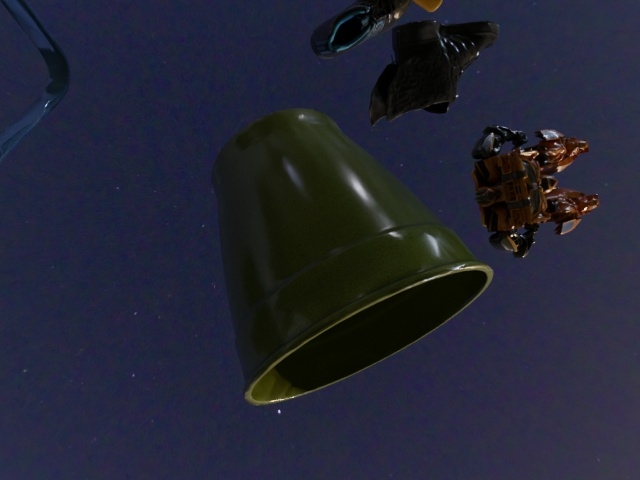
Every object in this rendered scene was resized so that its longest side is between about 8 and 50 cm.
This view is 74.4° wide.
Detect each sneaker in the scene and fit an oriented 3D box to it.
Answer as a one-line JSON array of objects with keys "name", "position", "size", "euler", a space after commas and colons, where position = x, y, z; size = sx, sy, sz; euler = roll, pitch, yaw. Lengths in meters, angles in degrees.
[{"name": "sneaker", "position": [0.120, -0.171, 0.430], "size": [0.170, 0.051, 0.089], "euler": [-17, -72, -31]}, {"name": "sneaker", "position": [0.137, -0.609, 1.155], "size": [0.341, 0.140, 0.125], "euler": [-37, -62, 3]}]

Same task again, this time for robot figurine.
[{"name": "robot figurine", "position": [0.349, -0.091, 0.684], "size": [0.291, 0.085, 0.211], "euler": [-14, -88, -38]}]

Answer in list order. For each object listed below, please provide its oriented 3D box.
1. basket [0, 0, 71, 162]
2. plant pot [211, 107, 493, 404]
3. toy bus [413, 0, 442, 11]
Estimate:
[{"name": "basket", "position": [-0.300, -0.154, 0.261], "size": [0.201, 0.289, 0.255], "euler": [0, -127, 12]}, {"name": "plant pot", "position": [0.000, 0.000, 0.652], "size": [0.366, 0.366, 0.353], "euler": [-22, -117, -9]}, {"name": "toy bus", "position": [0.241, -0.585, 0.723], "size": [0.108, 0.130, 0.333], "euler": [21, -59, -23]}]
